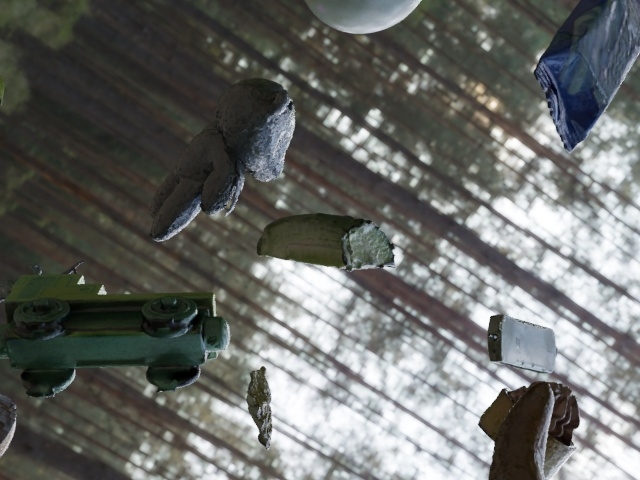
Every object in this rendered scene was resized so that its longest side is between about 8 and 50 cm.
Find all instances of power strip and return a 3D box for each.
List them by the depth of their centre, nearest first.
[{"bbox_3d":[0.335,0.174,1.917,0.029,0.227,0.080,-6,-105,37],"label":"power strip"}]

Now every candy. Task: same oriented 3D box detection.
[{"bbox_3d":[0.443,-0.313,1.806,0.077,0.187,0.331,11,-124,44],"label":"candy"}]

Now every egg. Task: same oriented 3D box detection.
[{"bbox_3d":[0.063,-0.326,1.311,0.209,0.151,0.151,-47,-170,-30],"label":"egg"}]

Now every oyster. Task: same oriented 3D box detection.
[{"bbox_3d":[-0.101,0.277,1.875,0.146,0.045,0.122,-157,-111,-78],"label":"oyster"}]

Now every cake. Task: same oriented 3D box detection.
[{"bbox_3d":[0.431,0.356,2.272,0.178,0.185,0.208,-50,172,-1],"label":"cake"}]

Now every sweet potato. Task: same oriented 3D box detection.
[{"bbox_3d":[0.311,0.381,1.772,0.114,0.092,0.341,-10,-128,21],"label":"sweet potato"}]

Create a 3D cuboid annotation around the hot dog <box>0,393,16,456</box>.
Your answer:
[{"bbox_3d":[-0.472,0.297,1.405,0.144,0.075,0.268,17,-118,44],"label":"hot dog"}]

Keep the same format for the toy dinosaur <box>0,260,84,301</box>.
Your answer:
[{"bbox_3d":[-0.538,0.088,2.169,0.209,0.082,0.039,-26,160,-31],"label":"toy dinosaur"}]

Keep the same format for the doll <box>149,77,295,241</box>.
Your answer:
[{"bbox_3d":[-0.155,-0.128,1.943,0.340,0.158,0.246,-55,-160,13],"label":"doll"}]

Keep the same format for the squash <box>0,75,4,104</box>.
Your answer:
[{"bbox_3d":[-0.485,-0.197,1.502,0.192,0.184,0.085,-48,175,37],"label":"squash"}]

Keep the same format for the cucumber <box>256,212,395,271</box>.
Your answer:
[{"bbox_3d":[0.002,-0.002,2.208,0.325,0.145,0.105,3,-86,54],"label":"cucumber"}]

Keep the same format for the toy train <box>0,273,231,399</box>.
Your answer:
[{"bbox_3d":[-0.320,0.136,1.799,0.237,0.369,0.150,-86,174,-70],"label":"toy train"}]
